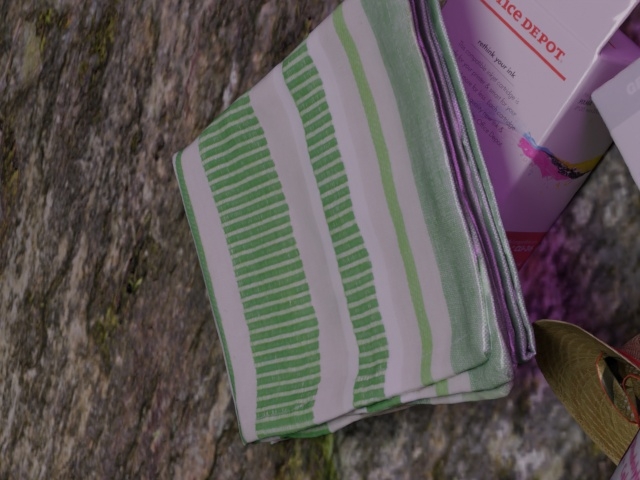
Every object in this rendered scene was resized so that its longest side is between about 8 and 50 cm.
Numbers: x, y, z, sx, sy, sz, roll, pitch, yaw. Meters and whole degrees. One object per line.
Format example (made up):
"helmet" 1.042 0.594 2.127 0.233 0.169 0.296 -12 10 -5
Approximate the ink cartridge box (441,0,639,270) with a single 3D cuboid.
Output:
"ink cartridge box" 0.114 -0.088 0.691 0.115 0.067 0.198 54 126 34

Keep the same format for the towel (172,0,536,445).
"towel" 0.000 0.000 0.756 0.325 0.038 0.248 -30 72 58

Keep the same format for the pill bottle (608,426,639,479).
"pill bottle" 0.194 0.108 0.443 0.160 0.160 0.283 45 124 39

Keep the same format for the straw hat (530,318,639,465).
"straw hat" 0.178 0.074 0.611 0.061 0.144 0.144 -40 48 -12

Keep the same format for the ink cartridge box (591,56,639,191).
"ink cartridge box" 0.279 -0.037 0.518 0.275 0.060 0.239 -39 60 38
